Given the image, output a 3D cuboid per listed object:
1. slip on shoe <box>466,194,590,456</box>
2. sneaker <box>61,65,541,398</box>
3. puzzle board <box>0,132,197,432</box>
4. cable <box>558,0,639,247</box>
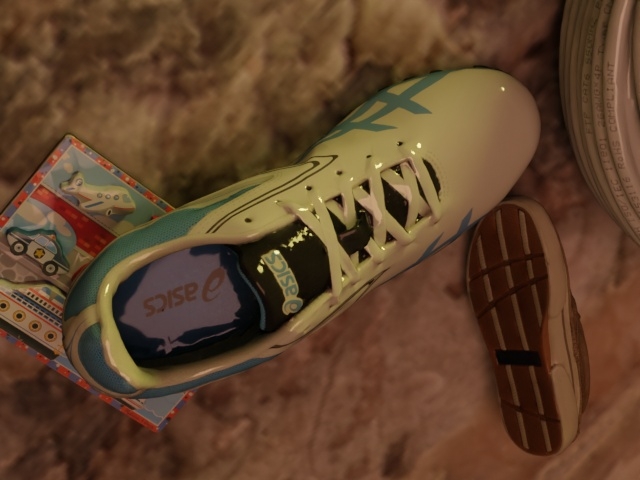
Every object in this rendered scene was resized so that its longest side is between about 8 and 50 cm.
[{"bbox_3d":[0.107,0.039,0.675,0.041,0.051,0.135,-32,114,-44],"label":"slip on shoe"},{"bbox_3d":[0.000,0.000,0.599,0.237,0.086,0.085,-29,112,-10],"label":"sneaker"},{"bbox_3d":[-0.094,0.024,0.634,0.128,0.011,0.096,37,100,-24],"label":"puzzle board"},{"bbox_3d":[0.236,-0.088,0.625,0.257,0.089,0.257,13,108,-18],"label":"cable"}]
